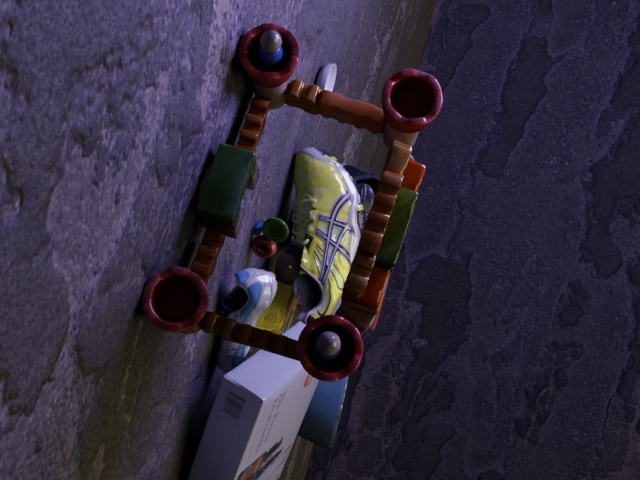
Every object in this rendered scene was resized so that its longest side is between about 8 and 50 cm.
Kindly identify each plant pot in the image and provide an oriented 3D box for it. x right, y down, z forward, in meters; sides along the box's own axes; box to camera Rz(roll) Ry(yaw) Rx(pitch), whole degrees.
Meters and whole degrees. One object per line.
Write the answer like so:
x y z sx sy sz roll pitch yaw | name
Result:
-0.037 0.357 2.097 0.290 0.195 0.290 13 90 -88 | plant pot

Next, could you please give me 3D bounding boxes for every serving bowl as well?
0.008 -0.329 1.726 0.083 0.027 0.083 16 90 -82 | serving bowl

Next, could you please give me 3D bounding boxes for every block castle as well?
-0.027 -0.049 1.153 0.213 0.303 0.453 98 11 -76 | block castle

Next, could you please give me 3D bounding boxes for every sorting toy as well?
-0.095 -0.014 1.561 0.102 0.061 0.042 -52 -174 35 | sorting toy

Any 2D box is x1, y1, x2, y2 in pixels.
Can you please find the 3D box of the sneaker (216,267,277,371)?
-0.152 0.142 1.500 0.085 0.086 0.237 -107 -146 -50 | sneaker

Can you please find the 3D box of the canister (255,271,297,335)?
-0.098 0.146 1.793 0.170 0.073 0.126 77 30 -75 | canister

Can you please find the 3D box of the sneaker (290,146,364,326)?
0.000 0.000 1.698 0.147 0.145 0.385 -13 93 -38 | sneaker

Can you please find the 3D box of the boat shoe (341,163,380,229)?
0.053 -0.076 2.012 0.500 0.156 0.187 -51 151 -69 | boat shoe

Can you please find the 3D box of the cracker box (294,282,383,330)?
0.049 0.121 2.128 0.067 0.232 0.156 -58 162 -56 | cracker box

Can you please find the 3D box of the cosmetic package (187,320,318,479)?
-0.128 0.374 1.622 0.284 0.097 0.377 -34 148 -60 | cosmetic package
